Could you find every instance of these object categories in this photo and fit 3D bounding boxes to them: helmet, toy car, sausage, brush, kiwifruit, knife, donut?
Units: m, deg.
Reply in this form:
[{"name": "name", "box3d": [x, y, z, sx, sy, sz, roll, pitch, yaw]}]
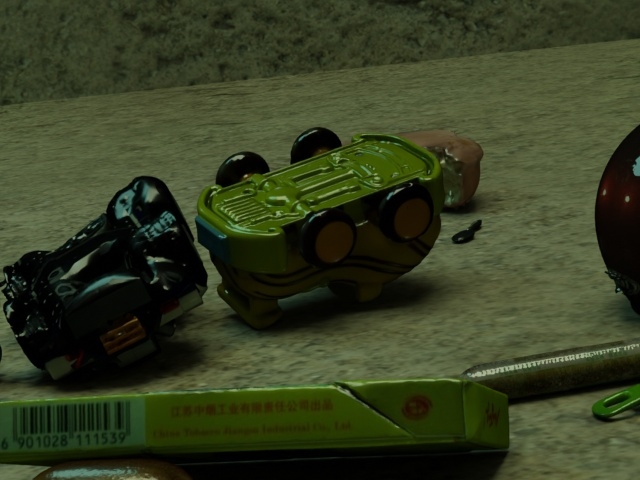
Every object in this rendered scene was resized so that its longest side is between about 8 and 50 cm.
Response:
[{"name": "helmet", "box3d": [0.341, -0.025, 1.563, 0.216, 0.193, 0.189, -52, 19, -4]}, {"name": "toy car", "box3d": [0.005, -0.007, 1.726, 0.248, 0.142, 0.200, -18, 29, -20]}, {"name": "toy car", "box3d": [-0.202, 0.046, 1.672, 0.193, 0.118, 0.301, -28, 18, -3]}, {"name": "sausage", "box3d": [0.230, 0.095, 1.388, 0.269, 0.032, 0.033, -9, 12, -7]}, {"name": "brush", "box3d": [0.165, -0.011, 1.961, 0.024, 0.008, 0.083, -5, 12, 25]}, {"name": "kiwifruit", "box3d": [-0.135, 0.176, 1.144, 0.125, 0.075, 0.075, 0, 14, 15]}, {"name": "knife", "box3d": [0.281, 0.107, 1.333, 0.166, 0.022, 0.078, -9, 7, -13]}, {"name": "donut", "box3d": [0.080, -0.076, 2.131, 0.233, 0.085, 0.199, -7, 13, 2]}]

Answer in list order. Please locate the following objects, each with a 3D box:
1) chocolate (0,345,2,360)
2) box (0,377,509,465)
[{"name": "chocolate", "box3d": [-0.382, 0.054, 1.692, 0.148, 0.126, 0.343, -55, 27, -8]}, {"name": "box", "box3d": [-0.047, 0.129, 1.226, 0.335, 0.047, 0.187, -4, -10, 14]}]
